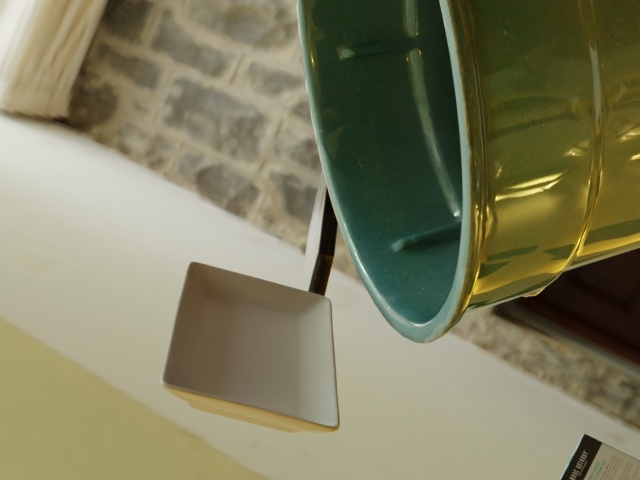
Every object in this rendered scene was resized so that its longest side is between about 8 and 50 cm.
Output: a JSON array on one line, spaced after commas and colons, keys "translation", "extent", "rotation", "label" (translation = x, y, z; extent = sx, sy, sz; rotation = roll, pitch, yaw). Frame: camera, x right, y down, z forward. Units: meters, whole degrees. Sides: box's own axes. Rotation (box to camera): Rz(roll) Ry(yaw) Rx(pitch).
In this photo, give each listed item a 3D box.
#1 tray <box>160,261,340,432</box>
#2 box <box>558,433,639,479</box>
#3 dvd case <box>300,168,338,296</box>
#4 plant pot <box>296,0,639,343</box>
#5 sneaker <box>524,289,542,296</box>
[{"translation": [-0.059, 0.094, 1.099], "extent": [0.145, 0.030, 0.270], "rotation": [14, -161, -6], "label": "tray"}, {"translation": [0.458, 0.375, 1.777], "extent": [0.244, 0.100, 0.060], "rotation": [25, 155, 19], "label": "box"}, {"translation": [0.000, 0.000, 1.516], "extent": [0.022, 0.180, 0.253], "rotation": [11, -139, -3], "label": "dvd case"}, {"translation": [0.186, -0.134, 0.839], "extent": [0.334, 0.341, 0.341], "rotation": [-12, -159, -13], "label": "plant pot"}, {"translation": [0.164, 0.027, 1.182], "extent": [0.051, 0.134, 0.070], "rotation": [61, -163, -26], "label": "sneaker"}]
